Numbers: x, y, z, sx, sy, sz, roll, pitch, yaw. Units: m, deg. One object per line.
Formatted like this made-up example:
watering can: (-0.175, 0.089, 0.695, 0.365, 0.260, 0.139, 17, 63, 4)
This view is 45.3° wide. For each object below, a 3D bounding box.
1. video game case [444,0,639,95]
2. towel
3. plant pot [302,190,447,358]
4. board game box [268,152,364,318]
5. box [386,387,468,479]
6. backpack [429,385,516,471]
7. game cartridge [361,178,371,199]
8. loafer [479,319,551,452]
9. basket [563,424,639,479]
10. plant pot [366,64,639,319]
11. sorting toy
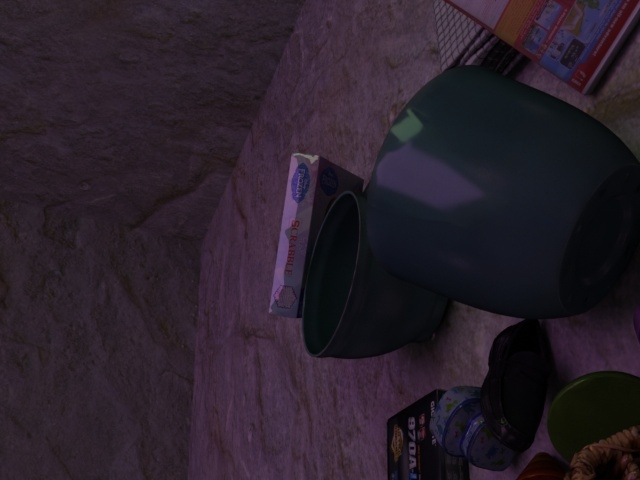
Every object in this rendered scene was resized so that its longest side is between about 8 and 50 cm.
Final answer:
video game case: (0.312, -0.364, 1.064, 0.285, 0.025, 0.204, 44, 127, 25)
towel: (0.303, -0.408, 1.248, 0.284, 0.121, 0.235, 130, 147, -50)
plant pot: (0.104, 0.078, 1.350, 0.293, 0.196, 0.293, -166, 90, -75)
board game box: (0.000, 0.000, 1.614, 0.318, 0.065, 0.318, 10, -92, -71)
box: (0.165, 0.367, 1.205, 0.175, 0.051, 0.220, 130, 149, -53)
backpack: (0.215, 0.252, 1.040, 0.084, 0.114, 0.105, -123, 50, -66)
game cartridge: (0.147, -0.073, 1.568, 0.297, 0.062, 0.198, 128, 146, -51)
loafer: (0.251, 0.174, 0.973, 0.078, 0.076, 0.223, -57, 3, 31)
basket: (0.310, 0.277, 0.586, 0.299, 0.213, 0.223, -104, 32, -54)
plant pot: (0.240, -0.039, 0.922, 0.235, 0.293, 0.293, 29, 107, 41)
sorting toy: (0.308, 0.195, 0.867, 0.126, 0.127, 0.366, -60, -8, -64)
